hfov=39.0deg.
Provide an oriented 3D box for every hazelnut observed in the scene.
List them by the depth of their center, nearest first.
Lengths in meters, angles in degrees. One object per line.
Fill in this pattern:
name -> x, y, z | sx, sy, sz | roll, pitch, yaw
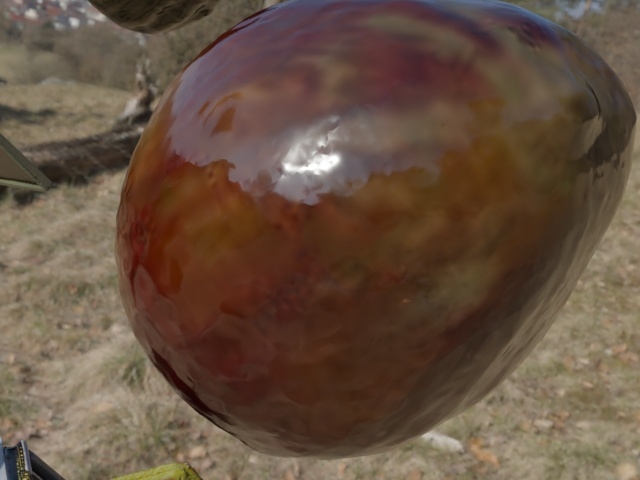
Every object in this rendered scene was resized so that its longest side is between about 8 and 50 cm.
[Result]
hazelnut -> 0.044, -0.031, 0.713 | 0.421, 0.421, 0.352 | -2, 61, -59

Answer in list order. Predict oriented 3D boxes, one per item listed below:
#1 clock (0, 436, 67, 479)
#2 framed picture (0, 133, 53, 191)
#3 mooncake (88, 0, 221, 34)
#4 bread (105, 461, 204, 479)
clock -> -0.320, 0.371, 1.095 | 0.253, 0.083, 0.186 | 59, -1, -42
framed picture -> -0.514, -0.143, 1.307 | 0.260, 0.023, 0.189 | 10, -31, 46
mooncake -> -0.245, -0.457, 1.330 | 0.161, 0.290, 0.290 | -17, -15, 42
bread -> -0.300, 0.515, 1.669 | 0.234, 0.184, 0.110 | -23, 21, 31
